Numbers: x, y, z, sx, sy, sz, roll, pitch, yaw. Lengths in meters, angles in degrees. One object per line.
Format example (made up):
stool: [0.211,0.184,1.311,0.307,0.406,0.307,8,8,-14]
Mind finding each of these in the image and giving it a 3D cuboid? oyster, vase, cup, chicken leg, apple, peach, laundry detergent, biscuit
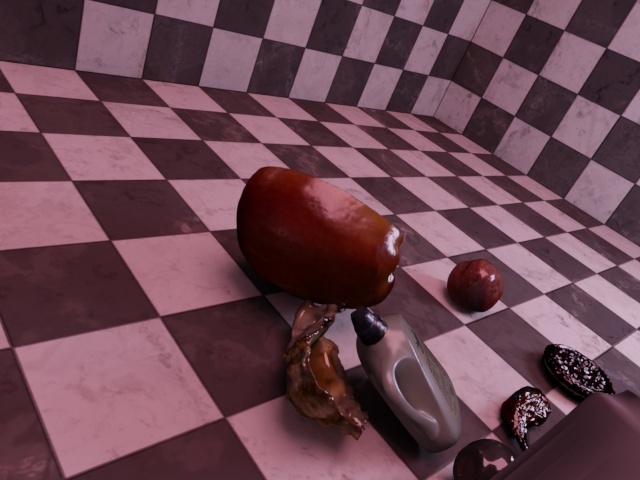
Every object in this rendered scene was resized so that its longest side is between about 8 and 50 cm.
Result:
oyster: [-0.002,0.201,0.938,0.133,0.197,0.337,-13,24,4]
vase: [0.318,0.419,0.885,0.183,0.120,0.120,32,26,-16]
cup: [0.374,0.394,0.705,0.323,0.327,0.236,41,8,-49]
chicken leg: [0.431,0.382,1.087,0.106,0.051,0.253,37,33,12]
apple: [0.000,0.000,1.134,0.365,0.295,0.329,24,18,14]
peach: [0.424,0.132,1.436,0.152,0.152,0.152,18,29,-10]
laundry detergent: [0.145,0.232,0.931,0.280,0.105,0.214,51,21,-30]
biscuit: [0.653,0.341,1.314,0.195,0.053,0.194,18,28,-10]
